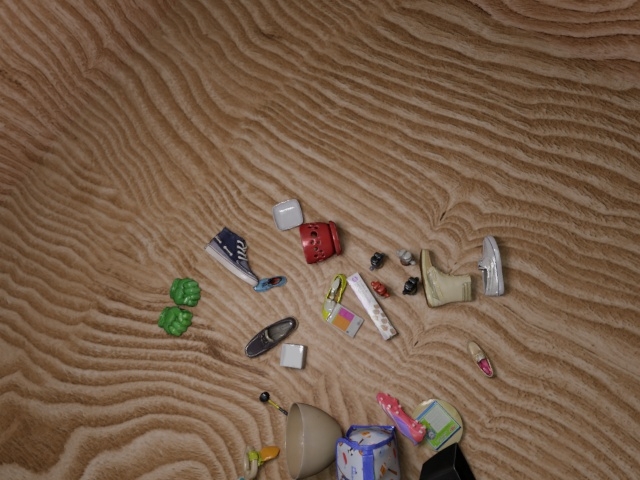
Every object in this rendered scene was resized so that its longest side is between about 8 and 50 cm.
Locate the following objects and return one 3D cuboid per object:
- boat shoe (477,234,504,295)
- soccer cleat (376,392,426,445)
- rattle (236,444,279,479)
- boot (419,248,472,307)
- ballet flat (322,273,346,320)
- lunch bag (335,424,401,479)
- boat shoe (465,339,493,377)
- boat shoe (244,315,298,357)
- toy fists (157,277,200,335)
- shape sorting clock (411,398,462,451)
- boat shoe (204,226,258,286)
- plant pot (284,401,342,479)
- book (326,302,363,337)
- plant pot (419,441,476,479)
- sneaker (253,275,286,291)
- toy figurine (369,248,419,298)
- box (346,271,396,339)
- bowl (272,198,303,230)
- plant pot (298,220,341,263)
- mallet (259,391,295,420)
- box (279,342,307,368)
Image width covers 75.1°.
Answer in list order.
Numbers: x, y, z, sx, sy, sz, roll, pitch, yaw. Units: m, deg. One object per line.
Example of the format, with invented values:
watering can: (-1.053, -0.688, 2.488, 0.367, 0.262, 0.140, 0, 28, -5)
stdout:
boat shoe: (0.734, 0.111, 1.824, 0.088, 0.096, 0.267, -6, 84, 4)
soccer cleat: (0.324, 0.745, 1.740, 0.248, 0.083, 0.095, 35, 115, 27)
rattle: (-0.277, 0.996, 1.812, 0.130, 0.143, 0.199, 10, 94, 44)
boot: (0.552, 0.154, 1.839, 0.203, 0.095, 0.262, -9, 77, 8)
ballet flat: (0.057, 0.259, 1.908, 0.077, 0.077, 0.231, 17, 80, 18)
lunch bag: (0.185, 0.897, 1.571, 0.239, 0.385, 0.327, -5, 76, 8)
boat shoe: (0.675, 0.497, 1.753, 0.063, 0.059, 0.170, -31, 73, 1)
boat shoe: (-0.234, 0.439, 1.907, 0.285, 0.092, 0.103, -32, 73, 1)
toy fists: (-0.677, 0.318, 2.013, 0.142, 0.096, 0.279, 15, 78, 12)
shape sorting clock: (0.482, 0.766, 1.729, 0.206, 0.040, 0.206, -4, 77, 19)
boat shoe: (-0.397, 0.070, 2.003, 0.340, 0.127, 0.158, 35, 83, 19)
plant pot: (-0.021, 0.818, 1.711, 0.191, 0.284, 0.284, 8, 76, -18)
book: (0.110, 0.358, 1.872, 0.144, 0.035, 0.096, 35, 83, -9)
plant pot: (0.490, 0.934, 1.612, 0.167, 0.187, 0.188, -28, 83, 20)
sneaker: (-0.246, 0.199, 1.978, 0.162, 0.073, 0.063, -19, 74, 6)
toy figurine: (0.326, 0.150, 1.861, 0.213, 0.148, 0.209, -10, 69, 9)
box: (0.229, 0.296, 1.877, 0.063, 0.067, 0.324, -32, 74, 1)
bowl: (-0.158, -0.121, 2.052, 0.142, 0.053, 0.142, -17, 75, 5)
plant pot: (0.000, 0.000, 1.925, 0.174, 0.191, 0.191, -15, 74, 1)
mallet: (-0.191, 0.741, 1.861, 0.190, 0.062, 0.039, 35, 85, 1)
box: (-0.120, 0.518, 1.870, 0.102, 0.087, 0.101, 4, 77, 11)
